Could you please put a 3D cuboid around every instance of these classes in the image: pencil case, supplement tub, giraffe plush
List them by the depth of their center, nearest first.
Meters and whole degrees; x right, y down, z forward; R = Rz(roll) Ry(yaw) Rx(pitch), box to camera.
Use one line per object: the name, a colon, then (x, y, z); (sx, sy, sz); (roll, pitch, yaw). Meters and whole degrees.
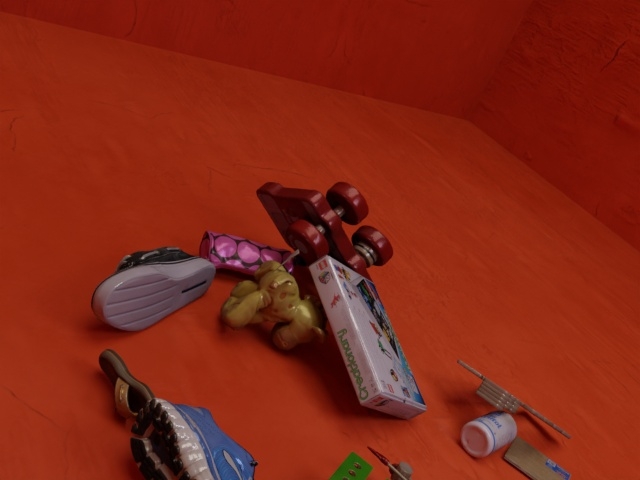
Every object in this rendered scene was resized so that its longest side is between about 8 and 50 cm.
supplement tub: (0.328, 0.377, 1.471); (0.107, 0.071, 0.071); (-7, 40, -48)
giraffe plush: (-0.069, 0.139, 1.482); (0.170, 0.210, 0.181); (50, 27, -14)
pencil case: (-0.161, 0.044, 1.648); (0.209, 0.095, 0.098); (13, 48, -20)

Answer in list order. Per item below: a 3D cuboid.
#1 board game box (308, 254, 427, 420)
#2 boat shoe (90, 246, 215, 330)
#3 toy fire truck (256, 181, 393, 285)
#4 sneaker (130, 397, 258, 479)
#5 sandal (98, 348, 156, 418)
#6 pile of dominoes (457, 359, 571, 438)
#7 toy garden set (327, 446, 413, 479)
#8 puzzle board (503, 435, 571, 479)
board game box: (0.091, 0.188, 1.459); (0.193, 0.053, 0.305); (33, 29, -51)
boat shoe: (-0.331, 0.082, 1.412); (0.119, 0.121, 0.335); (25, 13, 18)
toy fire truck: (0.000, 0.000, 1.700); (0.169, 0.302, 0.254); (-44, 31, -22)
sneaker: (-0.128, 0.350, 1.029); (0.147, 0.129, 0.330); (8, 39, -48)
sandal: (-0.303, 0.239, 1.166); (0.049, 0.072, 0.180); (-22, 49, -38)
pile of dominoes: (0.392, 0.341, 1.561); (0.196, 0.040, 0.251); (32, -3, 43)
toy garden set: (0.134, 0.423, 1.170); (0.244, 0.049, 0.204); (36, 19, 13)
puzzle board: (0.430, 0.449, 1.495); (0.128, 0.011, 0.096); (35, 26, 18)
